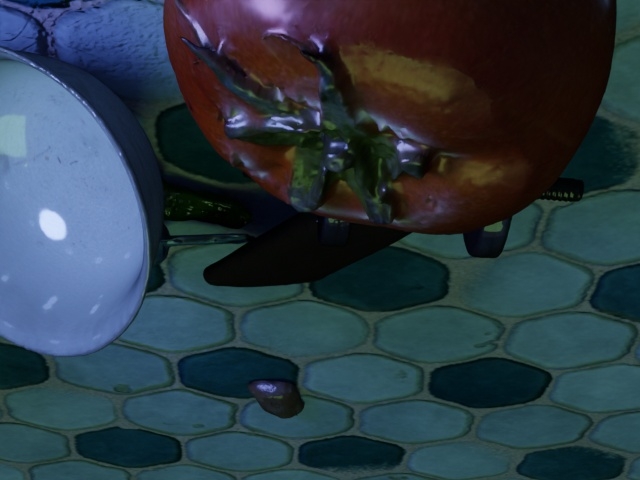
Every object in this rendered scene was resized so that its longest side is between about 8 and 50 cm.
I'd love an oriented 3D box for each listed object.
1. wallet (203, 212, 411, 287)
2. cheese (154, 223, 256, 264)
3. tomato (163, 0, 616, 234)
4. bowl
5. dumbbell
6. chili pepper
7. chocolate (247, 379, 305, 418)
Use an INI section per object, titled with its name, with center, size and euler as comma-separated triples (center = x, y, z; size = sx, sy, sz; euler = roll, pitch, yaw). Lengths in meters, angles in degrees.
[wallet]
center = 0.000, 0.000, 1.778
size = 0.182, 0.049, 0.229
euler = -6, 165, -40
[cheese]
center = -0.195, 0.001, 1.794
size = 0.244, 0.052, 0.135
euler = -2, 180, 4
[tomato]
center = 0.047, -0.164, 1.257
size = 0.341, 0.273, 0.341
euler = 14, 155, 7
[bowl]
center = -0.244, -0.061, 1.563
size = 0.313, 0.146, 0.313
euler = 18, 125, 27
[dumbbell]
center = 0.089, -0.059, 1.587
size = 0.325, 0.143, 0.143
euler = 4, 153, -4
[chili pepper]
center = -0.156, -0.048, 1.728
size = 0.073, 0.050, 0.182
euler = -31, 142, 34
[chocolate]
center = -0.060, 0.221, 2.274
size = 0.064, 0.031, 0.101
euler = 1, 155, 11
